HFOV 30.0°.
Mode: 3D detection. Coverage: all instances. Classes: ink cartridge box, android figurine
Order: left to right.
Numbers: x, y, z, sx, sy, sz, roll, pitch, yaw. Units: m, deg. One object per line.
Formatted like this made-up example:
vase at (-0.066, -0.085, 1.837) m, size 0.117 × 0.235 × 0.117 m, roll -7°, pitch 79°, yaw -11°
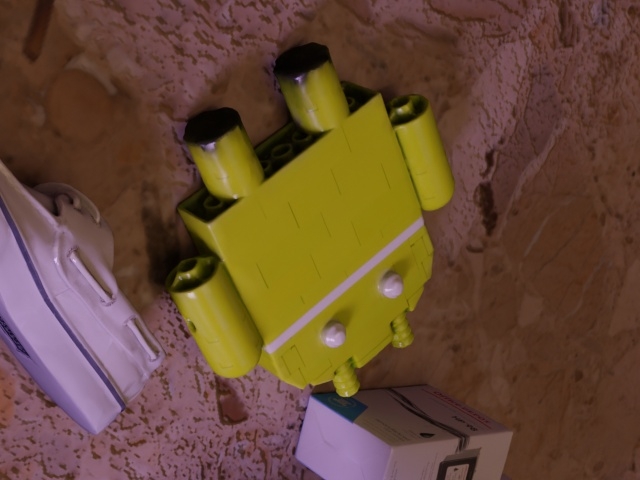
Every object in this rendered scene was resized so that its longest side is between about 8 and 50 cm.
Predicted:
android figurine at (0.000, 0.000, 0.885) m, size 0.248 × 0.056 × 0.273 m, roll -38°, pitch 127°, yaw -23°
ink cartridge box at (0.082, 0.168, 0.994) m, size 0.180 × 0.104 × 0.060 m, roll 2°, pitch 106°, yaw -42°

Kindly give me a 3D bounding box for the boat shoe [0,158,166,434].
boat shoe at (-0.166, 0.009, 0.719) m, size 0.088 × 0.096 × 0.267 m, roll -44°, pitch 132°, yaw -23°
